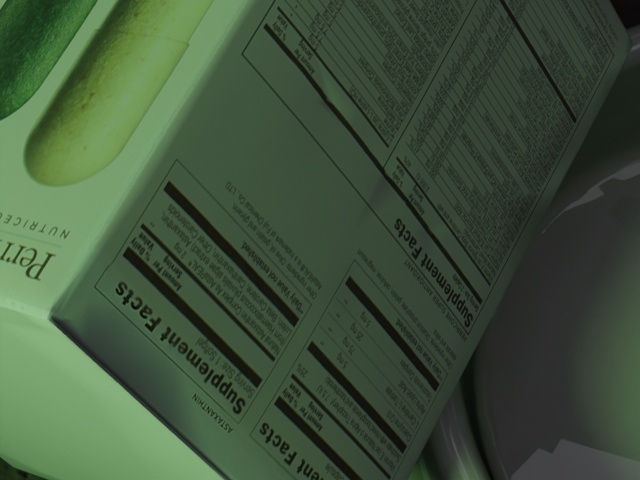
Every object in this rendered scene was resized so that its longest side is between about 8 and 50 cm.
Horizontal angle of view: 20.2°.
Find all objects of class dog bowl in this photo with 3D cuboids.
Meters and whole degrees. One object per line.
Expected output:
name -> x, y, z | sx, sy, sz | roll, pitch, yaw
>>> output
dog bowl -> 0.193, 0.054, 0.777 | 0.349, 0.102, 0.348 | 0, 73, 1

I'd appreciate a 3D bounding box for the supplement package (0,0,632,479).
supplement package -> -0.047, -0.045, 0.698 | 0.199, 0.198, 0.262 | 12, 64, 40
